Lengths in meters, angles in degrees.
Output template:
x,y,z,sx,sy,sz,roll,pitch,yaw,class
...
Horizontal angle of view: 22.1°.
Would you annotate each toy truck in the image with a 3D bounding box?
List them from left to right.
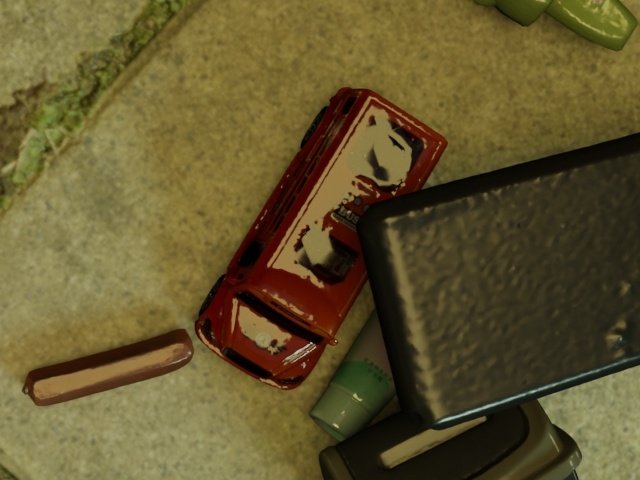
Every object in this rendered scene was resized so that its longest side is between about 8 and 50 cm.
x,y,z,sx,sy,sz,roll,pitch,yaw,class
0.000,0.000,1.359,0.107,0.114,0.253,32,85,-10,toy truck

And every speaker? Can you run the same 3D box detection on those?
x,y,z,sx,sy,sz,roll,pitch,yaw,class
0.210,0.011,1.338,0.388,0.184,0.180,-15,96,-15,speaker

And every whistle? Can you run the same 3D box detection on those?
x,y,z,sx,sy,sz,roll,pitch,yaw,class
0.172,-0.238,1.399,0.227,0.085,0.105,33,86,-7,whistle

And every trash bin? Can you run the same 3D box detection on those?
x,y,z,sx,sy,sz,roll,pitch,yaw,class
0.134,0.266,1.358,0.209,0.182,0.290,-26,101,-10,trash bin

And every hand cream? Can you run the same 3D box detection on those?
x,y,z,sx,sy,sz,roll,pitch,yaw,class
0.058,0.094,1.410,0.076,0.047,0.174,40,76,-7,hand cream

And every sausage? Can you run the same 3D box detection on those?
x,y,z,sx,sy,sz,roll,pitch,yaw,class
-0.178,0.108,1.371,0.147,0.035,0.030,-15,62,-7,sausage
